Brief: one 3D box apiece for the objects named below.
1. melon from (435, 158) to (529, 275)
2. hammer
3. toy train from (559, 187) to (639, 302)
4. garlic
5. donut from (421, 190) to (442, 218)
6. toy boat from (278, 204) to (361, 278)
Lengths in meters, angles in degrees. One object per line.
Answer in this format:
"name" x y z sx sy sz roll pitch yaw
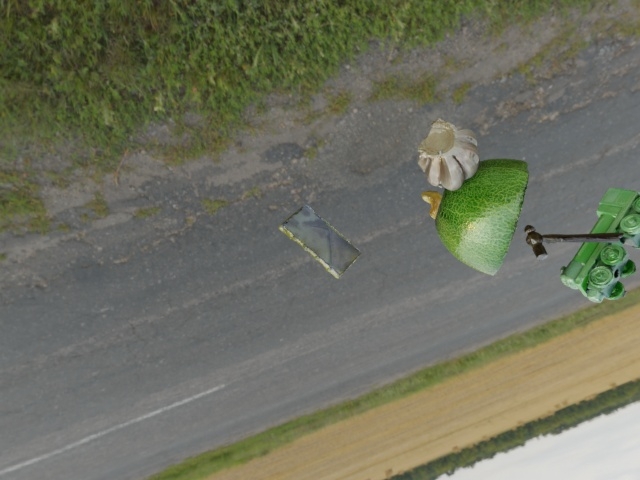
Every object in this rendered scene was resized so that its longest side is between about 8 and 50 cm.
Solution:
"melon" 0.342 -0.066 0.994 0.169 0.266 0.129 15 -176 16
"hammer" 0.441 0.000 0.786 0.178 0.065 0.021 -1 149 -7
"toy train" 0.583 0.006 0.916 0.085 0.119 0.251 39 84 -31
"garlic" 0.270 -0.159 0.981 0.127 0.131 0.194 15 156 13
"donut" 0.314 -0.101 1.286 0.067 0.084 0.037 12 -178 38
"toy boat" 0.000 0.000 0.665 0.063 0.115 0.016 -43 170 -38
